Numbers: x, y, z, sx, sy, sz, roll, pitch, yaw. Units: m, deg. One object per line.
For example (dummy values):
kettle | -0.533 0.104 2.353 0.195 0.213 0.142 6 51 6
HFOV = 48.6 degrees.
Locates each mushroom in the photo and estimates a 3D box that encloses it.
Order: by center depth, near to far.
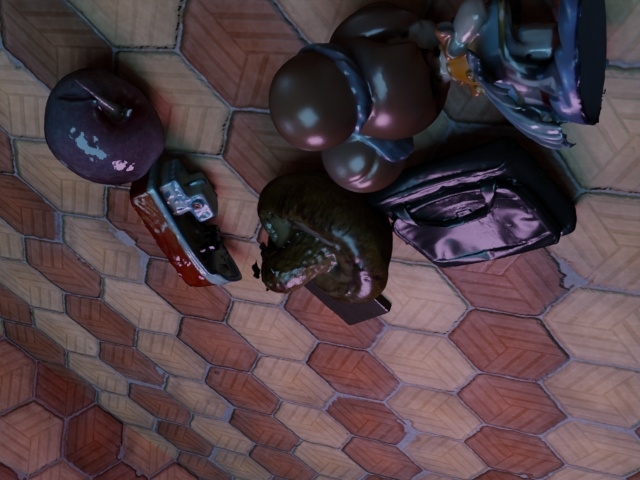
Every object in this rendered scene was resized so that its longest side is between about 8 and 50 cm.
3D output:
mushroom | -0.001 -0.005 1.258 0.283 0.195 0.263 -21 115 35

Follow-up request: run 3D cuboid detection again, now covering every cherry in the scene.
cherry | -0.388 -0.197 1.261 0.213 0.183 0.266 49 153 -15

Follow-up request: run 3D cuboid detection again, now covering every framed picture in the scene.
framed picture | 0.051 0.110 1.507 0.168 0.023 0.128 42 139 -21

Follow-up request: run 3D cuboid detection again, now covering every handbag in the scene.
handbag | 0.239 -0.050 1.131 0.275 0.088 0.244 -12 142 41

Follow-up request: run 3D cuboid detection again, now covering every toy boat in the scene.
toy boat | -0.248 -0.023 1.434 0.133 0.145 0.332 -19 131 8

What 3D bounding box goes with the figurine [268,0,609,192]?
figurine | 0.155 -0.202 0.924 0.388 0.248 0.276 4 162 29
